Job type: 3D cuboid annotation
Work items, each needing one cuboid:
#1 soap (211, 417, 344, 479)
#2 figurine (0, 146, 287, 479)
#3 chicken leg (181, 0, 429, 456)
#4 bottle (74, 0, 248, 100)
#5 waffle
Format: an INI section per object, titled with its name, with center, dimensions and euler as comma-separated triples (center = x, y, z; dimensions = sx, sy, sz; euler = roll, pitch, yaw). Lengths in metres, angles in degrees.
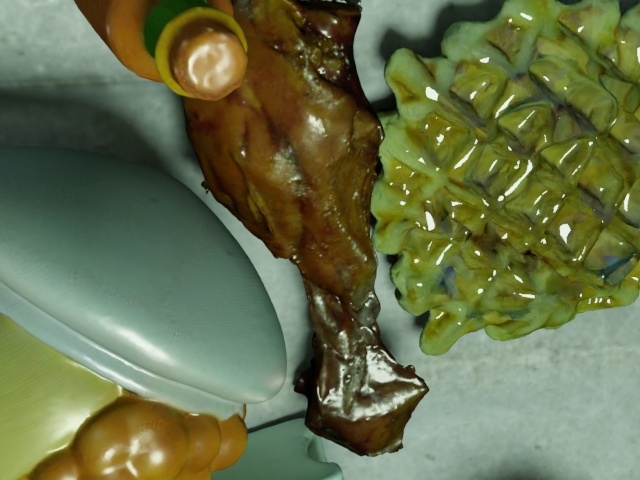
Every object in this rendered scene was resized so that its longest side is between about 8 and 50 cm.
[soap]
center = -0.040, 0.258, 1.155
dimensions = 0.159, 0.087, 0.265
euler = -19, 116, -7
[figurine]
center = -0.212, 0.086, 0.957
dimensions = 0.382, 0.224, 0.205
euler = -29, 114, -3
[chicken leg]
center = 0.000, 0.000, 1.056
dimensions = 0.113, 0.093, 0.304
euler = -4, 119, 24
[bottle]
center = -0.078, -0.113, 0.934
dimensions = 0.069, 0.187, 0.069
euler = -7, 115, -16
[waffle]
center = 0.125, -0.040, 1.101
dimensions = 0.204, 0.054, 0.223
euler = -12, 115, -12
